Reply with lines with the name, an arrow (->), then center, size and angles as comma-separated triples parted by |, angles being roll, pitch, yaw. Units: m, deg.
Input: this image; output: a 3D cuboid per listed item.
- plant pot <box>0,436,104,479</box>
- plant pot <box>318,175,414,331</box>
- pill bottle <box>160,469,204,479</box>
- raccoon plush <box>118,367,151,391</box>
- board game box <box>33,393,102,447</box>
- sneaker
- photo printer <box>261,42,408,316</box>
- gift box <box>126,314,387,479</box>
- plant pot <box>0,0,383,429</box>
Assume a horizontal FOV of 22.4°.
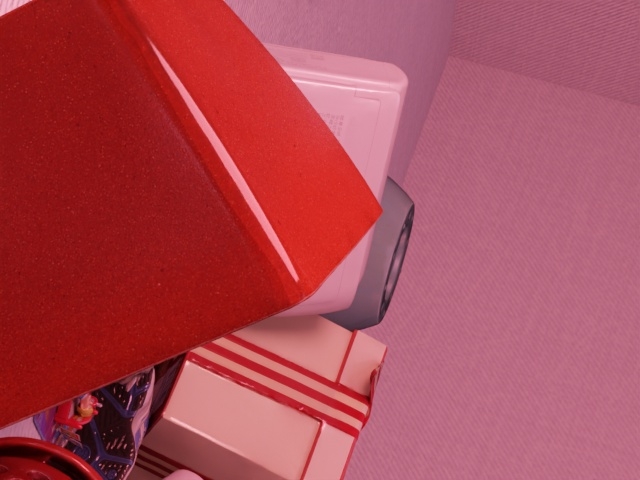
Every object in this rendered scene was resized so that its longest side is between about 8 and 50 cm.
plant pot -> -0.255, 0.259, 1.298 | 0.174, 0.191, 0.191 | -71, 174, -68
plant pot -> 0.000, 0.000, 2.298 | 0.293, 0.235, 0.293 | 15, 90, -81
pill bottle -> -0.205, 0.355, 1.715 | 0.229, 0.131, 0.131 | -31, 149, -27
raccoon plush -> -0.165, 0.052, 1.494 | 0.299, 0.216, 0.446 | -59, 165, -33
board game box -> -0.243, 0.151, 1.658 | 0.169, 0.033, 0.133 | 90, 21, -64
sneaker -> -0.228, 0.225, 1.761 | 0.081, 0.080, 0.211 | 88, 21, -55
photo printer -> -0.057, -0.059, 1.768 | 0.107, 0.256, 0.307 | -101, -160, -62
gift box -> -0.071, 0.214, 1.902 | 0.276, 0.258, 0.255 | -42, -158, 58
plant pot -> -0.144, -0.048, 1.091 | 0.236, 0.267, 0.267 | 65, 17, -7
